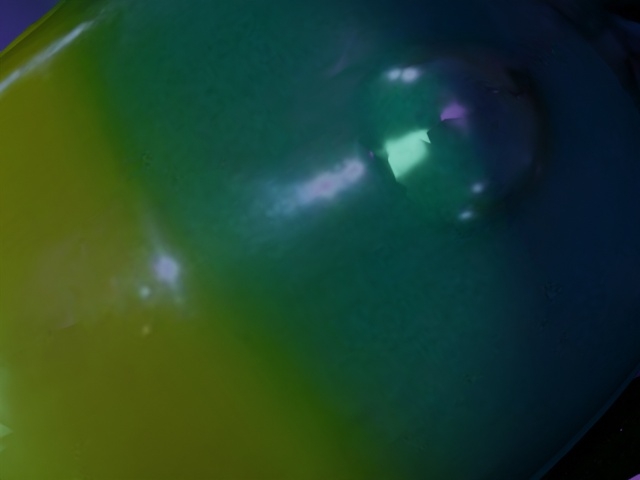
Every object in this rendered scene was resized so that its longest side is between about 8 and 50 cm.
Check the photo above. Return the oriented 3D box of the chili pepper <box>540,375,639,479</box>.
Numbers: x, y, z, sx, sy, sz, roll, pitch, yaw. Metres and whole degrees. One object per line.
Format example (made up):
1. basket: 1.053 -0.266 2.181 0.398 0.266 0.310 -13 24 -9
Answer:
1. chili pepper: 0.150 0.099 0.645 0.279 0.065 0.122 -29 75 -5

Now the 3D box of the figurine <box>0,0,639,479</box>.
1. figurine: 0.000 0.000 0.605 0.340 0.231 0.324 -30 86 5
